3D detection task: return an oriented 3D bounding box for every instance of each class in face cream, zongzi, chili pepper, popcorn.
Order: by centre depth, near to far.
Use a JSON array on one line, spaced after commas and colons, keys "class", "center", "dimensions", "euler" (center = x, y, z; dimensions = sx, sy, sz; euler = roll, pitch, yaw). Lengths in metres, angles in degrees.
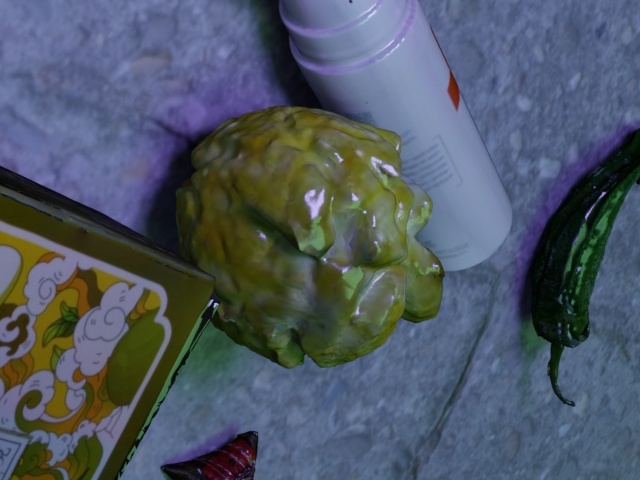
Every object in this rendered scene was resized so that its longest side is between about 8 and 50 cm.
[{"class": "popcorn", "center": [0.000, 0.000, 1.185], "dimensions": [0.212, 0.198, 0.198], "euler": [8, 108, -31]}, {"class": "face cream", "center": [0.053, -0.109, 1.253], "dimensions": [0.102, 0.102, 0.345], "euler": [-48, 141, -15]}, {"class": "zongzi", "center": [-0.077, 0.201, 1.327], "dimensions": [0.083, 0.073, 0.067], "euler": [-8, 137, -43]}, {"class": "chili pepper", "center": [0.248, 0.012, 1.563], "dimensions": [0.122, 0.065, 0.279], "euler": [23, 92, -47]}]

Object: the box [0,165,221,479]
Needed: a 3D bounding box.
[{"class": "box", "center": [-0.301, 0.110, 0.980], "dimensions": [0.420, 0.138, 0.373], "euler": [27, 92, -52]}]
